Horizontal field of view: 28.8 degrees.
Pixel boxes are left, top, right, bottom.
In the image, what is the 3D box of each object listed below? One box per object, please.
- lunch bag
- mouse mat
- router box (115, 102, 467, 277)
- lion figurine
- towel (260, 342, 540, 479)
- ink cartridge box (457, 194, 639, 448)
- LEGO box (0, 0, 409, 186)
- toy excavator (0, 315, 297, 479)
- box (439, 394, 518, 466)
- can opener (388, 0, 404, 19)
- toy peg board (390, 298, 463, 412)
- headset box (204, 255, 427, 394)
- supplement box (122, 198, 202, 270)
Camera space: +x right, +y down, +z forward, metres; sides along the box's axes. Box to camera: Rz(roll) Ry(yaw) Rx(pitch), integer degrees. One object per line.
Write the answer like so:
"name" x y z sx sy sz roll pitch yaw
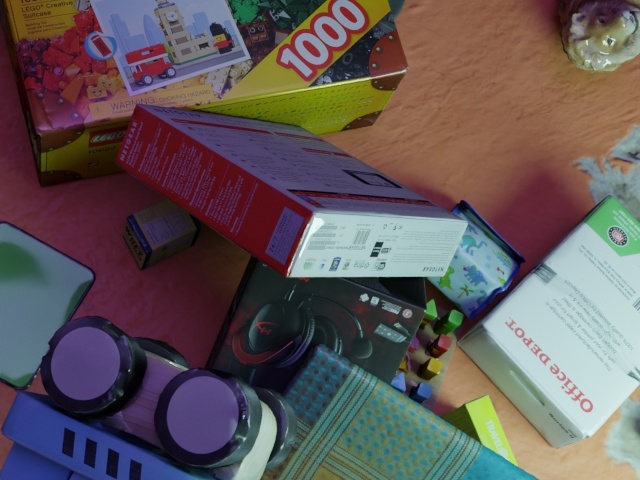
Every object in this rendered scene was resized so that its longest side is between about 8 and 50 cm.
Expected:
"lunch bag" 0.213 0.018 1.739 0.129 0.096 0.151 45 32 3
"mouse mat" -0.403 0.083 1.625 0.152 0.007 0.189 30 69 -2
"router box" -0.029 -0.059 1.531 0.301 0.335 0.082 32 108 33
"lion figurine" 0.415 -0.441 1.937 0.240 0.142 0.392 -23 64 -11
"towel" 0.080 0.320 1.544 0.370 0.040 0.271 34 110 -4
"ink cartridge box" 0.366 0.114 1.730 0.289 0.121 0.211 -41 85 -21
"LEGO box" -0.180 -0.318 1.709 0.500 0.193 0.372 -12 75 -17
"toy excavator" -0.298 0.306 1.405 0.433 0.222 0.445 21 83 15
"box" 0.222 0.302 1.642 0.042 0.109 0.178 -17 77 -20
"can opener" 0.111 -0.450 1.897 0.093 0.074 0.280 39 65 -36
"toy peg board" 0.106 0.138 1.686 0.161 0.079 0.160 24 68 -4
"headset box" -0.022 0.148 1.569 0.218 0.110 0.293 22 112 -7
"supplement box" -0.212 -0.012 1.659 0.083 0.083 0.056 -26 79 -20
